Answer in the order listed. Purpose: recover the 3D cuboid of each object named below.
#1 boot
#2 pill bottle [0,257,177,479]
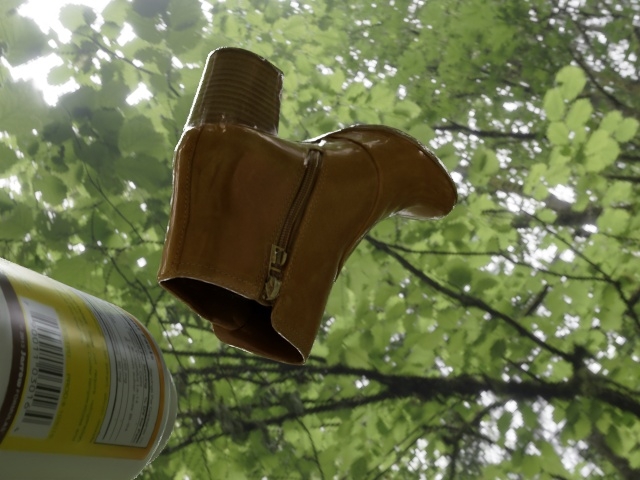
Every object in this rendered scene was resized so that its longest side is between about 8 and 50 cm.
[{"bbox_3d":[0.000,0.000,0.681,0.295,0.104,0.211,26,-121,-38],"label":"boot"},{"bbox_3d":[-0.153,0.076,0.430,0.117,0.117,0.215,-45,-22,-1],"label":"pill bottle"}]
